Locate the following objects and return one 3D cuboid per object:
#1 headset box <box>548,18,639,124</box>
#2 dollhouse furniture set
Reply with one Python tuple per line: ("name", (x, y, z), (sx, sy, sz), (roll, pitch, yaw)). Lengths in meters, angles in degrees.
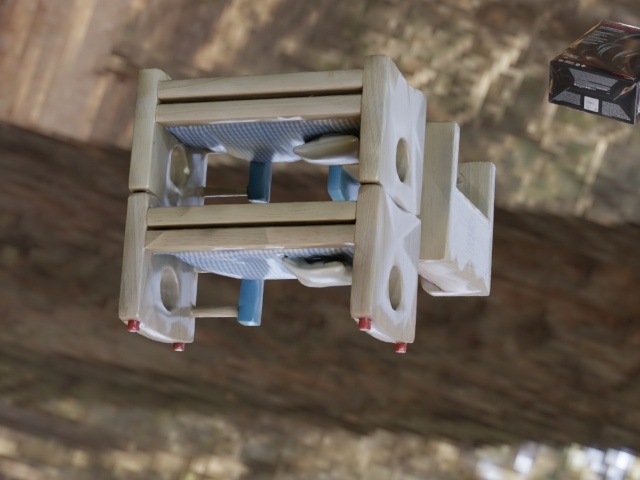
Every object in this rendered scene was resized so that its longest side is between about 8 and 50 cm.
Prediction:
("headset box", (0.192, -0.110, 1.227), (0.083, 0.062, 0.032), (-39, 137, -43))
("dollhouse furniture set", (0.000, 0.000, 0.971), (0.184, 0.129, 0.129), (35, 57, -65))
